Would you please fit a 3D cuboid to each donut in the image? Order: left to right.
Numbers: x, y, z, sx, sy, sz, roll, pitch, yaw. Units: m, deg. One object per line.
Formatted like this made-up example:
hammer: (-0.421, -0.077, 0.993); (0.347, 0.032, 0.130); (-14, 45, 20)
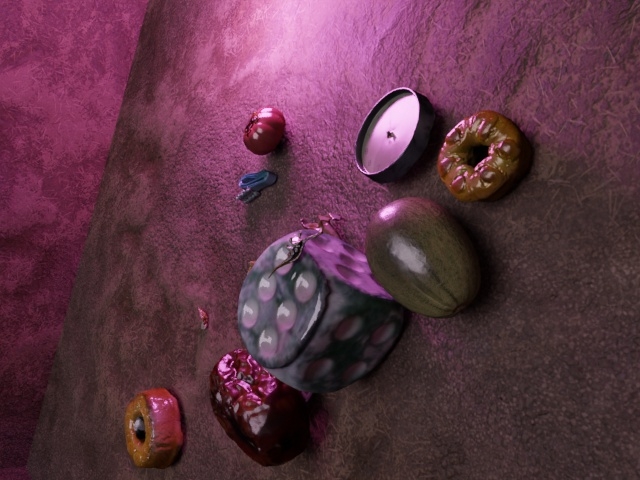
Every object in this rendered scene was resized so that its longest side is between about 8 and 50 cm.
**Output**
donut: (-0.681, 0.764, 2.384); (0.317, 0.150, 0.299); (30, 102, 46)
donut: (0.393, -0.200, 1.412); (0.227, 0.114, 0.226); (-11, 75, 47)

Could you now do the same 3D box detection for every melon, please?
melon: (0.249, 0.041, 1.432); (0.248, 0.249, 0.329); (-53, 52, 27)

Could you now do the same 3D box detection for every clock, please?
clock: (0.199, -0.297, 1.636); (0.280, 0.055, 0.280); (-35, 44, 43)

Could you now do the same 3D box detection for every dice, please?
dice: (-0.006, 0.189, 1.592); (0.328, 0.348, 0.330); (-56, 49, 16)

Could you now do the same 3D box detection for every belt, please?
belt: (-0.235, -0.204, 2.140); (0.179, 0.065, 0.100); (-14, 63, 46)

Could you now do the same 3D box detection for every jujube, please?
jujube: (-0.186, 0.505, 1.796); (0.377, 0.276, 0.276); (45, 115, 50)

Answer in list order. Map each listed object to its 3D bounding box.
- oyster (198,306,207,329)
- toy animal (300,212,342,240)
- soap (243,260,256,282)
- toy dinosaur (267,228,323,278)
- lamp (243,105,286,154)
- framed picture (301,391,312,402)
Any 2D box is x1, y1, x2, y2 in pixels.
oyster: (-0.468, 0.308, 2.321); (0.051, 0.034, 0.093); (-26, 75, 60)
toy animal: (0.000, 0.000, 1.835); (0.188, 0.089, 0.179); (27, 118, 41)
soap: (-0.179, 0.157, 2.029); (0.252, 0.037, 0.092); (28, 104, 46)
toy dinosaur: (-0.068, 0.023, 1.451); (0.180, 0.037, 0.058); (-48, 40, 14)
lamp: (-0.193, -0.387, 2.081); (0.182, 0.140, 0.182); (-38, 38, 38)
framed picture: (-0.029, 0.338, 1.846); (0.216, 0.016, 0.273); (49, 118, 41)
